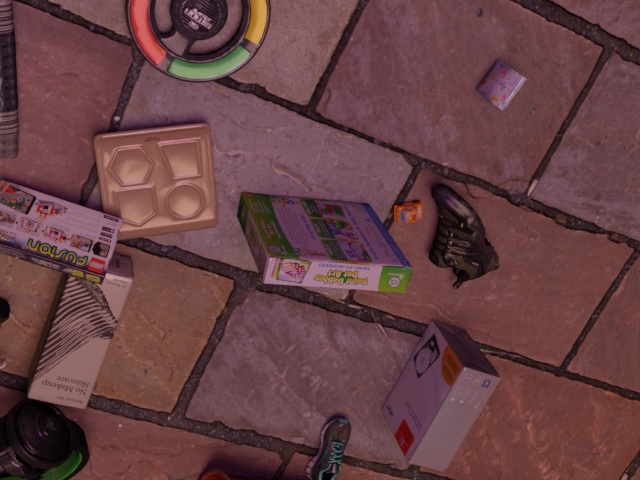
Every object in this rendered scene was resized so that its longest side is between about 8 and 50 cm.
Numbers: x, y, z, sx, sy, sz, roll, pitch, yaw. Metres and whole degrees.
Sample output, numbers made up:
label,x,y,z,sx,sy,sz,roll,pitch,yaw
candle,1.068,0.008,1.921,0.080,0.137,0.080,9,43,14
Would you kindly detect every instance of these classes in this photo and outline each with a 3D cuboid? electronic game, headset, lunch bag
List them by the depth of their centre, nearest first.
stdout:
label,x,y,z,sx,sy,sz,roll,pitch,yaw
electronic game,-0.191,-0.361,1.502,0.229,0.048,0.229,-7,118,-13
headset,-0.547,0.391,1.634,0.243,0.185,0.394,-25,151,1
lunch bag,0.323,-0.269,1.675,0.053,0.083,0.071,27,105,-26

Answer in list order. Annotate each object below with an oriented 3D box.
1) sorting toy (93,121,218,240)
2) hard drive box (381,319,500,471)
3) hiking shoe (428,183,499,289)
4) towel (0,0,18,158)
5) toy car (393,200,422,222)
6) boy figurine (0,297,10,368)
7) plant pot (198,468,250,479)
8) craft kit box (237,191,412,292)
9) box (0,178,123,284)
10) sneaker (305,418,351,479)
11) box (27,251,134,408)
label,x,y,z,sx,sy,sz,roll,pitch,yaw
sorting toy,-0.277,-0.101,1.618,0.193,0.038,0.208,-8,122,-12
hard drive box,0.233,0.305,1.880,0.089,0.181,0.232,18,109,-23
hiking shoe,0.250,-0.002,1.786,0.114,0.086,0.227,-35,121,-1
towel,-0.627,-0.264,1.433,0.324,0.056,0.312,-3,119,-17
toy car,0.158,-0.016,1.779,0.060,0.040,0.122,6,113,-19
boy figurine,-0.643,0.217,1.638,0.177,0.092,0.285,23,105,-28
plant pot,-0.102,0.602,1.900,0.265,0.272,0.272,11,112,-29
craft kit box,0.000,0.000,1.622,0.247,0.250,0.061,8,115,-19
box,-0.438,-0.013,1.553,0.207,0.114,0.036,19,151,-13
sneaker,0.027,0.443,1.950,0.065,0.076,0.166,11,112,-22
box,-0.421,0.151,1.665,0.113,0.094,0.275,15,110,-21
